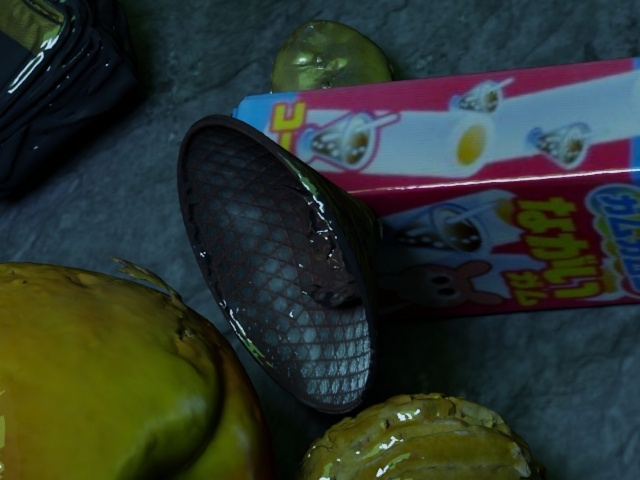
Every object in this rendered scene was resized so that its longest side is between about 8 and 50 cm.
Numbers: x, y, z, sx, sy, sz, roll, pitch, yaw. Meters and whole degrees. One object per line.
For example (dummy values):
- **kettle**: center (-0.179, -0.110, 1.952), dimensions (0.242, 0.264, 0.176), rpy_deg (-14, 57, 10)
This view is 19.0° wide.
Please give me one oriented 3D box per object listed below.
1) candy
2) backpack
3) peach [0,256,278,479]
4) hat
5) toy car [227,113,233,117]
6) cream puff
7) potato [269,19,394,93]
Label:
- **candy**: center (0.106, -0.027, 1.220), dimensions (0.306, 0.157, 0.100), rpy_deg (-5, 56, 18)
- **backpack**: center (-0.250, -0.145, 1.472), dimensions (0.206, 0.133, 0.258), rpy_deg (-43, 46, 0)
- **peach**: center (-0.199, 0.172, 1.101), dimensions (0.372, 0.290, 0.372), rpy_deg (-30, 47, 37)
- **hat**: center (0.000, 0.000, 1.135), dimensions (0.082, 0.193, 0.193), rpy_deg (-29, 48, -27)
- **toy car**: center (-0.048, -0.061, 1.388), dimensions (0.041, 0.025, 0.093), rpy_deg (-25, 48, 6)
- **cream puff**: center (0.055, 0.156, 1.126), dimensions (0.165, 0.150, 0.115), rpy_deg (8, 31, -17)
- **potato**: center (0.011, -0.097, 1.361), dimensions (0.091, 0.070, 0.138), rpy_deg (-18, 54, 7)
